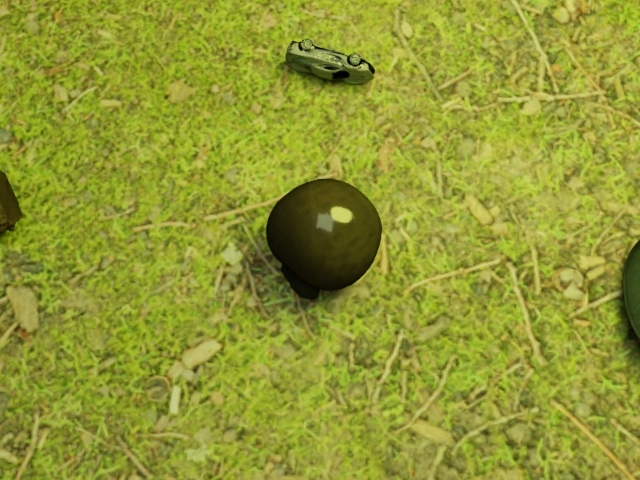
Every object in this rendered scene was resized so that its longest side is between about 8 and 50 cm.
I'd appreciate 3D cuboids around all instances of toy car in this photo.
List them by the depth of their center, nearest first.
[{"bbox_3d":[0.010,-0.178,0.885,0.093,0.041,0.025,18,77,7],"label":"toy car"}]

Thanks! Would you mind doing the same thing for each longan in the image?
[{"bbox_3d":[0.000,0.000,0.807,0.106,0.106,0.119,30,117,9],"label":"longan"}]

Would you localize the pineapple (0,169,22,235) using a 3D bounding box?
[{"bbox_3d":[-0.370,-0.016,0.827,0.159,0.074,0.074,-22,74,2],"label":"pineapple"}]

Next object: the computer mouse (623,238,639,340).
[{"bbox_3d":[0.444,-0.017,0.812,0.379,0.090,0.167,-39,78,-13],"label":"computer mouse"}]
